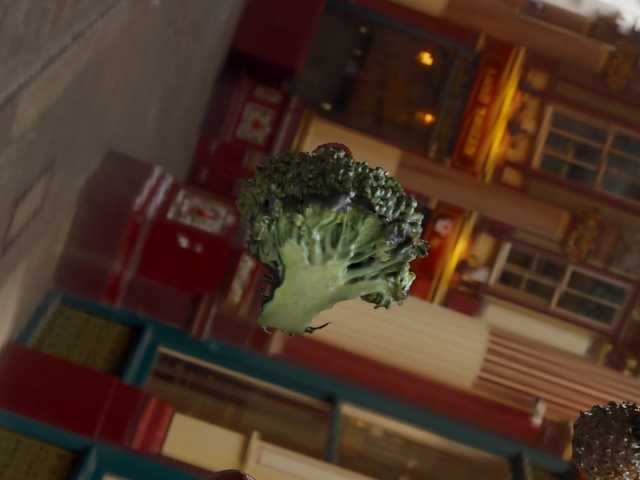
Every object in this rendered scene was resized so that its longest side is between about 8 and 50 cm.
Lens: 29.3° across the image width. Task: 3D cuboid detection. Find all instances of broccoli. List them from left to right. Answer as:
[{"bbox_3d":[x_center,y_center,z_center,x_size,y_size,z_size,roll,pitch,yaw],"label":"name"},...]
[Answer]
[{"bbox_3d":[0.006,-0.017,1.570,0.273,0.243,0.180,124,-19,-46],"label":"broccoli"}]

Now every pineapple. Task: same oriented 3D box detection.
[{"bbox_3d":[0.606,0.342,2.126,0.365,0.166,0.165,-20,-136,47],"label":"pineapple"}]

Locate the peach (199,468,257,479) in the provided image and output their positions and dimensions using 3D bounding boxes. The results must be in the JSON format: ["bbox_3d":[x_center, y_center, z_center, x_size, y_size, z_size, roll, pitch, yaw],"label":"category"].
[{"bbox_3d":[-0.139,0.417,1.735,0.197,0.197,0.197,-161,-90,-87],"label":"peach"}]

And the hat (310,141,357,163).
[{"bbox_3d":[0.006,-0.095,1.801,0.162,0.094,0.112,23,47,-78],"label":"hat"}]
